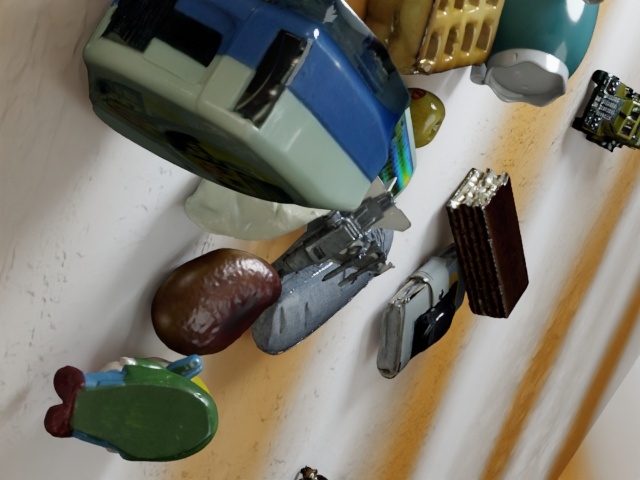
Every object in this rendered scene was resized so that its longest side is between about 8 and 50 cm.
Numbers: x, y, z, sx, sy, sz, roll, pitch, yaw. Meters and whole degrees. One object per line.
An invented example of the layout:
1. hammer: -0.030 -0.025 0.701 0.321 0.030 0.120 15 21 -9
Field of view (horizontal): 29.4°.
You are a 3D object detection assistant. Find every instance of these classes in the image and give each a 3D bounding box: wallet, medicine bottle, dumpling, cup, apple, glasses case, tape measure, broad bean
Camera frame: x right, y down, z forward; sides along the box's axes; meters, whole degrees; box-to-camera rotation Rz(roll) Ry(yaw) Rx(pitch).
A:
1. wallet: 0.173 0.111 1.975 0.231 0.069 0.170 -39 146 -48
2. medicine bottle: 0.055 -0.134 1.499 0.121 0.083 0.229 -42 150 -16
3. dumpling: -0.055 -0.045 1.328 0.169 0.134 0.100 -12 126 -55
4. cup: 0.287 -0.278 1.632 0.299 0.167 0.173 -35 -140 61
5. apple: 0.125 -0.161 1.616 0.084 0.071 0.084 -42 148 -34
6. glasses case: 0.007 0.049 1.614 0.282 0.067 0.109 -40 145 -41
7. tape measure: -0.075 -0.131 1.062 0.138 0.262 0.259 -65 155 -9
8. broad bean: -0.121 0.068 1.373 0.165 0.084 0.114 -39 111 -39

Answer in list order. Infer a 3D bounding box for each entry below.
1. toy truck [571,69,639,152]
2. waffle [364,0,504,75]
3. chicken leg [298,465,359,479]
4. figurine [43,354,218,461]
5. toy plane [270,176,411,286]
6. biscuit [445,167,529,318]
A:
1. toy truck: 0.574 -0.233 2.322 0.257 0.127 0.127 13 105 -60
2. waffle: 0.168 -0.367 1.471 0.224 0.098 0.328 -22 132 -55
3. chicken leg: 0.003 0.429 2.010 0.106 0.051 0.253 -66 158 -4
4. figurine: -0.203 0.181 1.316 0.234 0.185 0.127 -163 -103 -78
5. toy plane: 0.007 0.002 1.476 0.234 0.082 0.160 -37 110 1
6. biscuit: 0.274 0.004 1.976 0.106 0.070 0.252 -50 136 -39
